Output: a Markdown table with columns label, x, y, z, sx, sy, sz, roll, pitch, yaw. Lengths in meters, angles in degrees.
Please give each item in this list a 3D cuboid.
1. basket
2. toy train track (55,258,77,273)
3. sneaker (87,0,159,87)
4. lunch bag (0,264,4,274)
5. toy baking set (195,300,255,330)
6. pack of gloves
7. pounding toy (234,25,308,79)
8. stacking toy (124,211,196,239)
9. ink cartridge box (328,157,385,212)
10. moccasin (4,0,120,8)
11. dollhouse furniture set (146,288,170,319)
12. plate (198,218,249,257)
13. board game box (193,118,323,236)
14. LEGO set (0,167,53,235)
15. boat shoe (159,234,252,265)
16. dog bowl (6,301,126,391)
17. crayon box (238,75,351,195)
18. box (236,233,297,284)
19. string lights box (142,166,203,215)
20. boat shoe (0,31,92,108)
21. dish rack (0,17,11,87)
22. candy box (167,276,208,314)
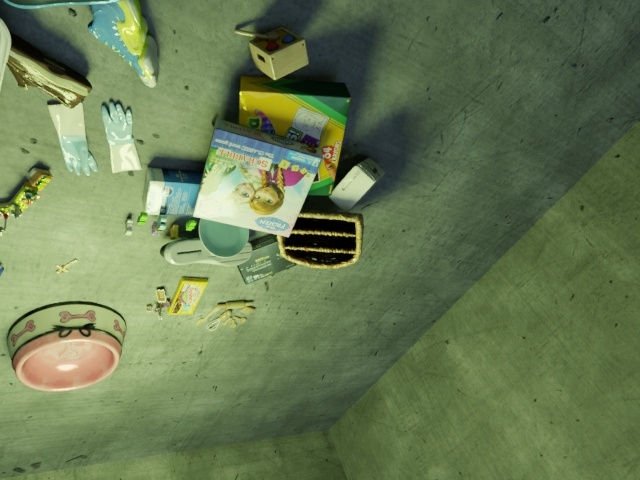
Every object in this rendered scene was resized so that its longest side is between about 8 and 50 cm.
| label | x | y | z | sx | sy | sz | roll | pitch | yaw |
| --- | --- | --- | --- | --- | --- | --- | --- | --- | --- |
| basket | 0.000 | 0.000 | 1.623 | 0.299 | 0.223 | 0.213 | 5 | 97 | 7 |
| toy train track | -0.850 | 0.089 | 1.523 | 0.083 | 0.014 | 0.048 | -32 | 141 | 5 |
| sneaker | -0.468 | -0.479 | 1.081 | 0.126 | 0.091 | 0.240 | -2 | 138 | -2 |
| lunch bag | -1.131 | 0.088 | 1.296 | 0.293 | 0.138 | 0.221 | -9 | 140 | -3 |
| toy baking set | -0.419 | 0.341 | 2.034 | 0.256 | 0.030 | 0.197 | 3 | 132 | -32 |
| pack of gloves | -0.608 | -0.266 | 1.247 | 0.195 | 0.046 | 0.232 | -10 | 138 | -19 |
| pounding toy | -0.129 | -0.512 | 1.202 | 0.130 | 0.141 | 0.100 | -33 | 143 | -17 |
| stacking toy | -0.515 | -0.052 | 1.453 | 0.167 | 0.052 | 0.221 | 6 | 166 | -34 |
| ink cartridge box | 0.134 | -0.201 | 1.617 | 0.158 | 0.092 | 0.218 | -48 | 177 | 23 |
| moccasin | -0.487 | -0.552 | 0.913 | 0.342 | 0.138 | 0.117 | -20 | 166 | -10 |
| dollhouse furniture set | -0.640 | 0.251 | 1.764 | 0.091 | 0.081 | 0.114 | -2 | 128 | -9 |
| plate | -0.339 | -0.032 | 1.588 | 0.188 | 0.188 | 0.024 | 7 | 170 | -35 |
| board game box | -0.197 | -0.175 | 1.382 | 0.319 | 0.066 | 0.318 | 12 | 128 | -18 |
| LEGO set | -0.865 | -0.090 | 1.242 | 0.287 | 0.107 | 0.132 | -18 | 140 | -11 |
| boat shoe | -0.407 | 0.025 | 1.631 | 0.335 | 0.119 | 0.121 | 2 | 98 | -41 |
| dog bowl | -0.949 | 0.418 | 1.722 | 0.408 | 0.150 | 0.408 | -15 | 139 | -14 |
| crayon box | -0.096 | -0.307 | 1.404 | 0.313 | 0.106 | 0.363 | -1 | 135 | -12 |
| box | -0.222 | 0.068 | 1.825 | 0.233 | 0.059 | 0.183 | -21 | 140 | -9 |
| string lights box | -0.423 | -0.150 | 1.455 | 0.260 | 0.077 | 0.133 | 1 | 133 | -30 |
| boat shoe | -0.666 | -0.386 | 1.037 | 0.095 | 0.095 | 0.257 | -47 | 138 | 13 |
| dish rack | -0.822 | -0.362 | 0.925 | 0.285 | 0.072 | 0.333 | 24 | 122 | -21 |
| candy box | -0.540 | 0.227 | 1.843 | 0.105 | 0.027 | 0.206 | 5 | 131 | -37 |
